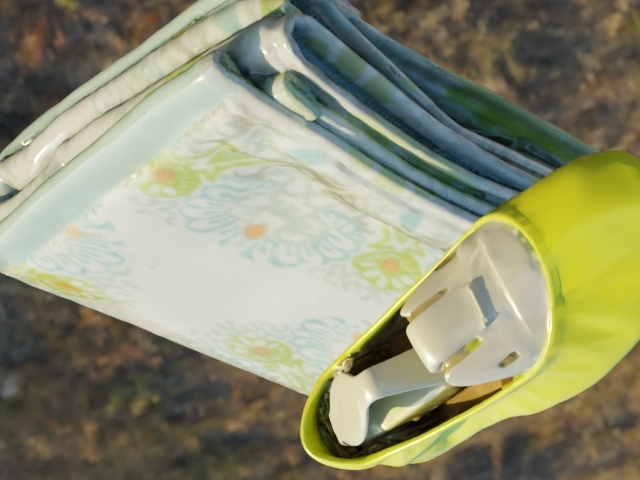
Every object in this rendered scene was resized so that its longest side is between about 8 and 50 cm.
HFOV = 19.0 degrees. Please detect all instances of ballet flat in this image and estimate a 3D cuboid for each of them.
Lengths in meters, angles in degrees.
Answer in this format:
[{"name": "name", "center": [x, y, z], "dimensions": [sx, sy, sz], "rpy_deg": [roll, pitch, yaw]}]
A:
[{"name": "ballet flat", "center": [0.057, 0.041, 0.763], "dimensions": [0.077, 0.077, 0.231], "rpy_deg": [-14, 162, -32]}]

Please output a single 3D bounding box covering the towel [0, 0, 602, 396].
[{"name": "towel", "center": [0.000, 0.000, 1.100], "dimensions": [0.320, 0.090, 0.374], "rpy_deg": [27, 153, -24]}]
